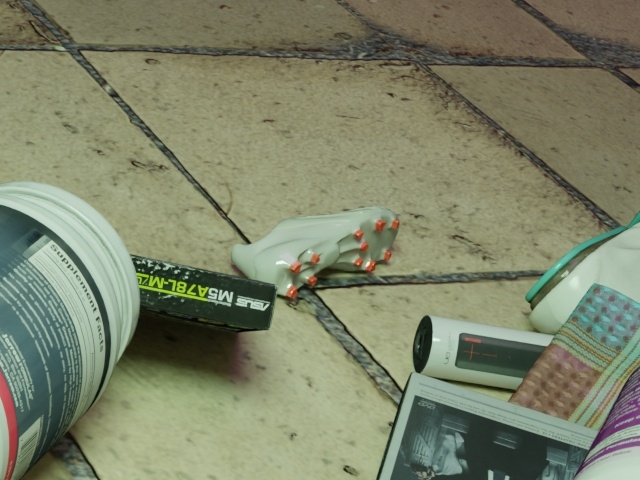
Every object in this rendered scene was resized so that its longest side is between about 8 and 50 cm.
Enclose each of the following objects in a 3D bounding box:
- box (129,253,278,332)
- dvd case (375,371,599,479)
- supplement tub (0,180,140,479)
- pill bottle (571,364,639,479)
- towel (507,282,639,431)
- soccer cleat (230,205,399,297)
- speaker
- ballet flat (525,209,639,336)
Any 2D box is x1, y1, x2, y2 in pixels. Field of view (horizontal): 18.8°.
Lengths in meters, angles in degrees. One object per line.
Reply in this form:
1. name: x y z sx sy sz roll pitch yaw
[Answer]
1. box: -0.142 0.039 1.585 0.191 0.045 0.184 12 -7 -10
2. dvd case: 0.128 0.207 1.477 0.179 0.029 0.238 18 36 3
3. supplement tub: -0.256 0.080 1.357 0.191 0.191 0.272 22 26 10
4. pill bottle: 0.284 0.175 1.439 0.169 0.169 0.301 23 30 13
5. towel: 0.340 0.186 1.608 0.370 0.040 0.271 26 43 17
6. soccer cleat: 0.000 0.000 1.820 0.076 0.068 0.196 30 31 31
7. speaker: 0.152 0.102 1.718 0.136 0.055 0.055 10 26 -14
8. ballet flat: 0.336 0.027 1.926 0.139 0.139 0.400 28 32 21
